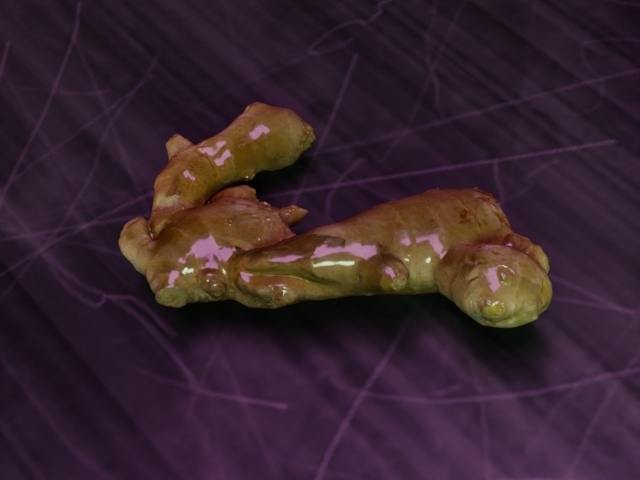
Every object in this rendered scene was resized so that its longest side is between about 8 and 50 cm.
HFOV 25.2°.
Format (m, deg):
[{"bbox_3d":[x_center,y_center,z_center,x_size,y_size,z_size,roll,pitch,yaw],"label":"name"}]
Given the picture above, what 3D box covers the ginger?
[{"bbox_3d":[0.000,0.000,0.685,0.176,0.052,0.193,-24,43,-11],"label":"ginger"}]
